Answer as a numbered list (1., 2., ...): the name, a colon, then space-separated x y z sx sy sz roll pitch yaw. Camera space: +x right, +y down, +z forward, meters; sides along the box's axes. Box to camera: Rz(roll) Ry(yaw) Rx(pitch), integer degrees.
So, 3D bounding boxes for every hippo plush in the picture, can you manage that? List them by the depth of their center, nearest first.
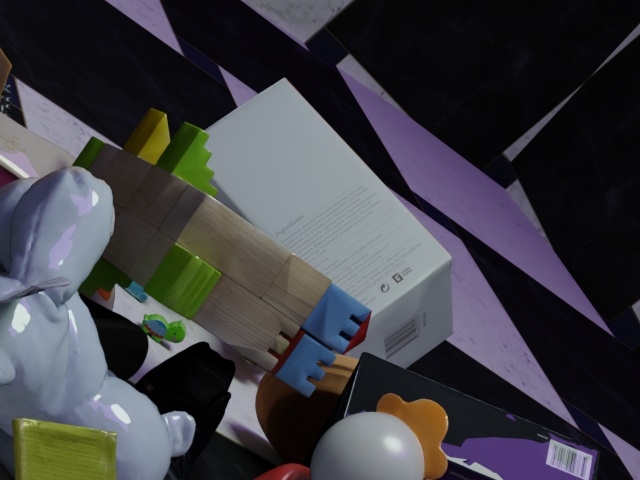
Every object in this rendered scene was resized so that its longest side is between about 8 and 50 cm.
1. hippo plush: -0.198 0.097 1.400 0.236 0.234 0.294 49 -21 -25

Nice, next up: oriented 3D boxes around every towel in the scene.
1. towel: -0.172 0.245 1.234 0.102 0.021 0.237 20 59 -53

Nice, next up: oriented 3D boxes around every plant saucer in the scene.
1. plant saucer: 0.022 0.201 1.859 0.200 0.200 0.037 39 46 -14

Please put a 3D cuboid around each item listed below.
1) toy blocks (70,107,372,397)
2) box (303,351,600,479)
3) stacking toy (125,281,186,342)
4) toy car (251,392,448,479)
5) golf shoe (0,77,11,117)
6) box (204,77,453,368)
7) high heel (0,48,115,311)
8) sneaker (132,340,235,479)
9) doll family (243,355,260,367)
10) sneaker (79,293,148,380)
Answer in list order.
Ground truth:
1. toy blocks: -0.082 0.038 1.631 0.261 0.190 0.381 35 -4 -26
2. box: 0.121 0.250 1.769 0.261 0.184 0.103 23 44 -3
3. stacking toy: -0.228 0.015 1.977 0.221 0.052 0.167 40 14 -12
4. toy car: 0.039 0.250 1.605 0.219 0.238 0.210 24 23 -52
5. golf shoe: -0.429 -0.202 2.046 0.077 0.094 0.198 -18 86 -59
6. box: 0.000 0.000 2.246 0.345 0.168 0.215 48 -15 24
7. high heel: -0.345 -0.053 1.760 0.127 0.181 0.377 -76 148 -53
8. sneaker: -0.145 0.163 1.600 0.107 0.124 0.283 40 14 -8
9. doll family: -0.090 0.036 2.050 0.263 0.118 0.163 50 4 6
10. sneaker: -0.278 0.079 1.634 0.222 0.083 0.118 16 10 -47
